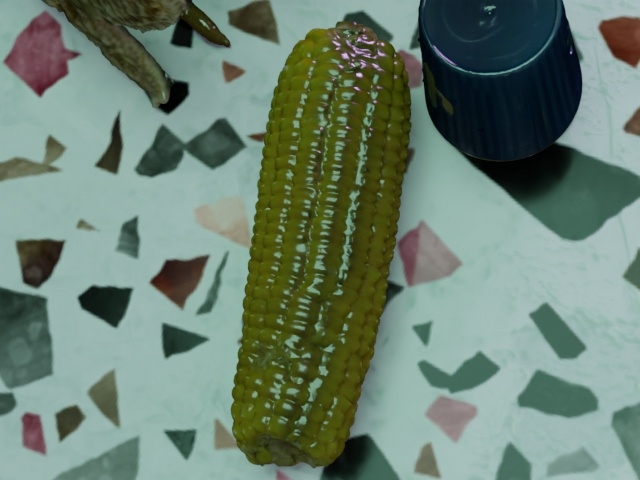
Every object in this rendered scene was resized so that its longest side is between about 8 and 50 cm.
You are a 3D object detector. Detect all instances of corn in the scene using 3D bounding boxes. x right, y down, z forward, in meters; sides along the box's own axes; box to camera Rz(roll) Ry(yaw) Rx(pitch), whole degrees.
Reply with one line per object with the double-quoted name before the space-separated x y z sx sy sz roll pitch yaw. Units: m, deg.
"corn" 0.000 0.000 1.274 0.120 0.120 0.363 8 78 13

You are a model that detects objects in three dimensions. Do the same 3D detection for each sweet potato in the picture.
"sweet potato" -0.123 -0.203 1.405 0.115 0.026 0.026 37 83 20

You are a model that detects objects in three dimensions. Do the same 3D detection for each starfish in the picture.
"starfish" -0.248 -0.302 1.328 0.082 0.324 0.432 -30 74 -15

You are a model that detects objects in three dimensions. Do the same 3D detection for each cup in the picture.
"cup" 0.130 -0.166 1.277 0.131 0.155 0.176 -28 72 1
